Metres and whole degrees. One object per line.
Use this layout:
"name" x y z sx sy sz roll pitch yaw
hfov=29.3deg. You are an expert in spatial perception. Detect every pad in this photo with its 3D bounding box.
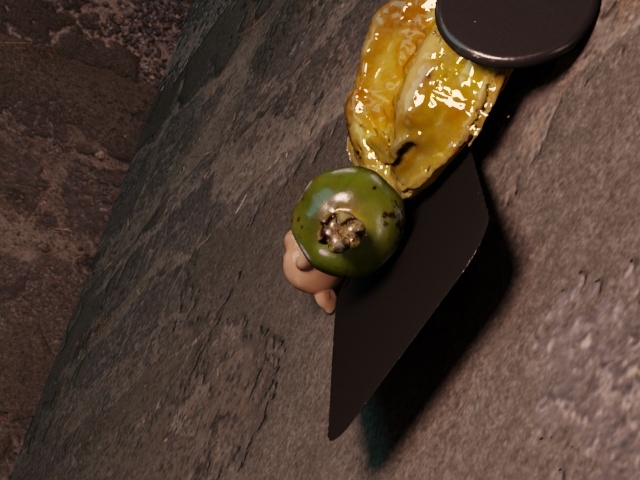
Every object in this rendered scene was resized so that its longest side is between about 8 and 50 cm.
"pad" 0.117 0.012 1.163 0.315 0.063 0.375 -56 10 19

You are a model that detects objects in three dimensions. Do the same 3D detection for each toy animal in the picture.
"toy animal" 0.005 -0.001 1.385 0.089 0.083 0.150 -24 41 58

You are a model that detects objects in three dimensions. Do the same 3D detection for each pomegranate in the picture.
"pomegranate" 0.024 -0.014 1.185 0.114 0.114 0.142 -59 -2 12

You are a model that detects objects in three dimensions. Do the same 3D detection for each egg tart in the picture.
"egg tart" 0.104 -0.172 1.265 0.297 0.132 0.297 -52 20 28

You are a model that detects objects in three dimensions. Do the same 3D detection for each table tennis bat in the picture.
"table tennis bat" 0.205 -0.251 1.162 0.236 0.150 0.027 -54 -28 -24
